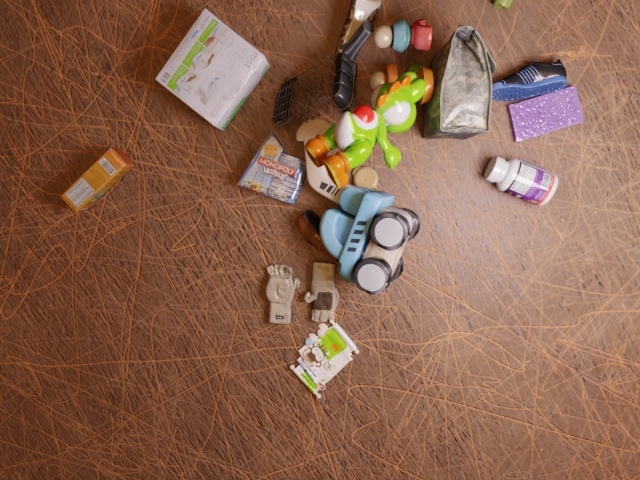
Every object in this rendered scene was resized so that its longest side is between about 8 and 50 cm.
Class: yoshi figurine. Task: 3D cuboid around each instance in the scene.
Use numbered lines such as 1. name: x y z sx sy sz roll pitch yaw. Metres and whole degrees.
1. yoshi figurine: 0.145 -0.303 1.254 0.362 0.203 0.204 -40 108 -3

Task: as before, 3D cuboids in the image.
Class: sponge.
1. sponge: 0.699 -0.393 1.413 0.209 0.031 0.117 -16 94 5

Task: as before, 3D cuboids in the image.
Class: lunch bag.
1. lunch bag: 0.397 -0.448 1.318 0.168 0.235 0.287 0 96 1

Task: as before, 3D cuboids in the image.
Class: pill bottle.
1. pill bottle: 0.614 -0.189 1.398 0.193 0.108 0.108 23 96 1

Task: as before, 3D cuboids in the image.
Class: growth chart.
1. growth chart: 0.009 0.393 1.527 0.172 0.021 0.237 42 95 -1

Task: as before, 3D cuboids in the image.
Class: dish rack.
1. dish rack: -0.025 -0.439 1.359 0.271 0.074 0.208 -15 52 31

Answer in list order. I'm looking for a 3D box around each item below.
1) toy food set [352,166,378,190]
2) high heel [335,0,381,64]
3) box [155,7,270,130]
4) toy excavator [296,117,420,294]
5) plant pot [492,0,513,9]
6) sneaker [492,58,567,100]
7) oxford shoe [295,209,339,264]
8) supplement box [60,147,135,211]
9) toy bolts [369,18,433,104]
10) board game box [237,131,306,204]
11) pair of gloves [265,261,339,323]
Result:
1. toy food set: 0.145 -0.197 1.463 0.083 0.020 0.083 -3 96 3
2. high heel: 0.101 -0.671 1.404 0.093 0.186 0.262 19 62 -23
3. box: -0.327 -0.519 1.401 0.231 0.127 0.262 37 96 -2
4. toy excavator: 0.081 -0.108 1.387 0.444 0.222 0.433 24 107 17
5. plant pot: 0.560 -0.746 1.368 0.083 0.083 0.079 19 109 1
6. sneaker: 0.626 -0.494 1.390 0.232 0.081 0.091 -5 71 10
7. oxford shoe: 0.000 0.000 1.476 0.076 0.076 0.212 -35 97 36
8. supplement box: -0.724 -0.196 1.477 0.233 0.078 0.080 -39 96 6
9. toy bolts: 0.228 -0.509 1.305 0.158 0.218 0.229 -3 125 0
10. board game box: -0.141 -0.236 1.453 0.194 0.060 0.194 20 97 1
11. pair of gloves: -0.060 0.172 1.499 0.239 0.042 0.204 -4 99 5
